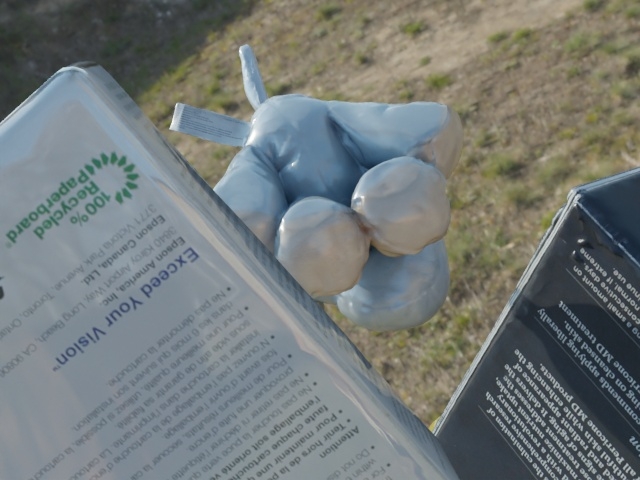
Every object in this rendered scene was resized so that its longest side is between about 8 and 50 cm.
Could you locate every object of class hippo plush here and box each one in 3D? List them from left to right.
[{"bbox_3d":[0.000,0.000,0.849,0.294,0.236,0.234,20,54,30],"label":"hippo plush"}]

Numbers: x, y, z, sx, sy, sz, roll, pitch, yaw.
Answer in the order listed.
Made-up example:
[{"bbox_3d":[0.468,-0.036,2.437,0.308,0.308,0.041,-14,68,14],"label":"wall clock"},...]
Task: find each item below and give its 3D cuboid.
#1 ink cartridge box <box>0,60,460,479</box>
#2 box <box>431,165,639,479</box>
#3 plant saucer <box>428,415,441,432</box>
[{"bbox_3d":[-0.111,0.149,0.407,0.324,0.330,0.071,-39,13,7],"label":"ink cartridge box"},{"bbox_3d":[0.435,0.145,1.021,0.480,0.472,0.297,-18,56,-30],"label":"box"},{"bbox_3d":[0.251,0.407,1.303,0.332,0.333,0.081,6,-1,-35],"label":"plant saucer"}]
